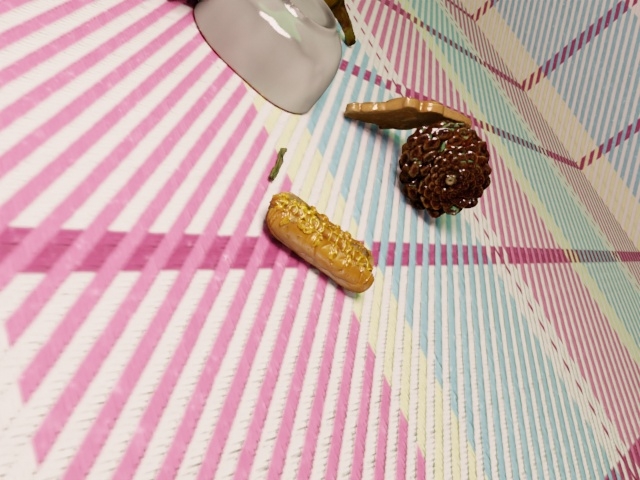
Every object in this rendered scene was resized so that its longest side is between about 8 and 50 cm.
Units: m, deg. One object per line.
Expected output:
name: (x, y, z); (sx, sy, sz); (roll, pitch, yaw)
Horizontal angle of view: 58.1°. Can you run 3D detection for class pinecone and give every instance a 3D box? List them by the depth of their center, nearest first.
pinecone: (0.209, -0.135, 1.005); (0.162, 0.163, 0.165); (34, 21, -25)

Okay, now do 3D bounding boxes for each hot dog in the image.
hot dog: (0.000, 0.000, 0.691); (0.165, 0.045, 0.071); (37, 36, -22)

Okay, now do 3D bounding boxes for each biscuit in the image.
biscuit: (0.161, -0.224, 1.029); (0.249, 0.162, 0.035); (5, 91, -19)

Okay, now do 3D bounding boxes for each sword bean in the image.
sword bean: (-0.056, -0.100, 0.758); (0.012, 0.012, 0.083); (39, 32, -18)

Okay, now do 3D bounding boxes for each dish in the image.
dish: (-0.059, -0.332, 0.893); (0.256, 0.117, 0.256); (32, 37, -28)

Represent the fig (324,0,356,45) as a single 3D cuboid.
fig: (-0.020, -0.491, 1.119); (0.191, 0.190, 0.290); (60, -3, 15)
